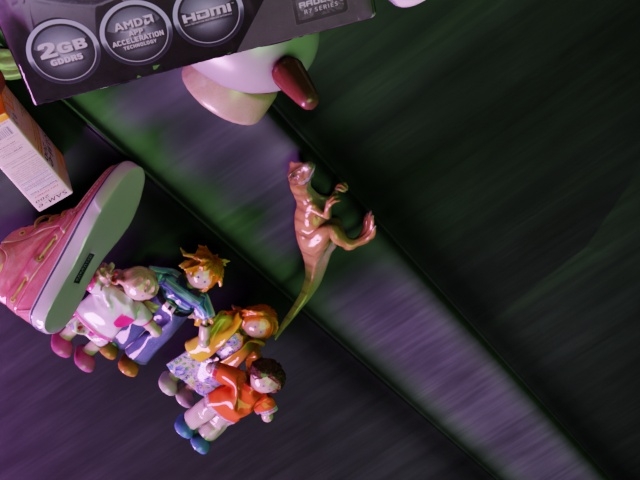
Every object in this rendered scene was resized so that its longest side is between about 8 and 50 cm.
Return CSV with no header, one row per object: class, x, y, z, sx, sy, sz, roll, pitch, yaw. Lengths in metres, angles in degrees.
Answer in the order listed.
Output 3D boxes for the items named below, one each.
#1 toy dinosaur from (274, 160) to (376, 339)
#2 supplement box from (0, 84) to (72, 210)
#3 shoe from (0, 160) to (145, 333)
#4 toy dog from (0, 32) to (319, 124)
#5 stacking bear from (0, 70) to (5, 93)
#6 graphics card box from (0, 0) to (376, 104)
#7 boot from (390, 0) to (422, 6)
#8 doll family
toy dinosaur,0.000,0.000,0.971,0.112,0.064,0.211,-4,120,-4
supplement box,-0.257,-0.081,0.777,0.036,0.062,0.098,-30,134,0
shoe,-0.240,-0.007,0.847,0.178,0.081,0.063,-61,163,-5
toy dog,-0.115,-0.180,0.687,0.333,0.161,0.220,0,127,-24
stacking bear,-0.330,-0.206,0.572,0.164,0.175,0.289,-45,131,-42
graphics card box,-0.112,-0.274,0.490,0.232,0.094,0.371,-15,131,-4
boot,0.119,-0.283,0.764,0.190,0.069,0.086,-36,136,11
doll family,-0.142,0.091,0.959,0.263,0.118,0.163,40,113,-22
